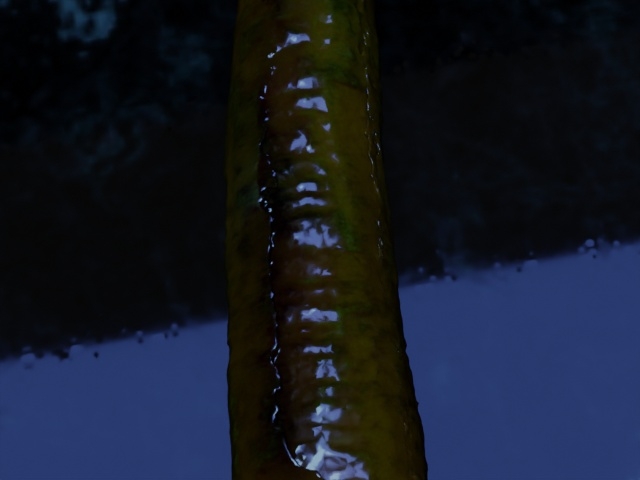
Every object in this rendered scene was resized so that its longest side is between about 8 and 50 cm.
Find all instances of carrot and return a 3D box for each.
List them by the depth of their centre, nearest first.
[{"bbox_3d":[0.000,0.000,0.496,0.070,0.070,0.260,-3,69,2],"label":"carrot"}]
